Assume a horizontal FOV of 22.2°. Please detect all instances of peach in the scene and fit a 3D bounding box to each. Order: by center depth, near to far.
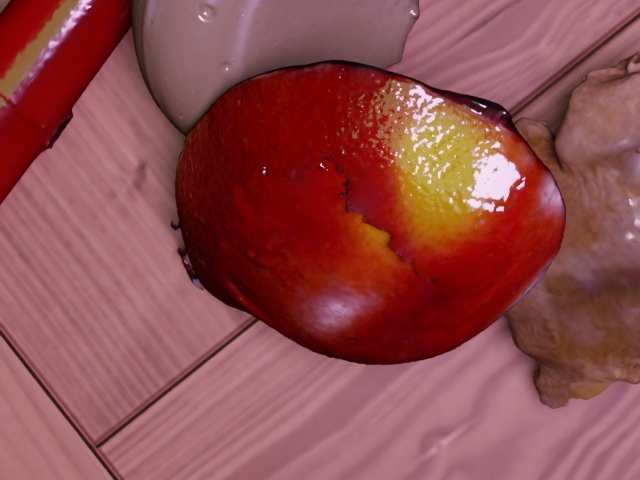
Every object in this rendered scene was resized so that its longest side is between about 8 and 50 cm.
[{"bbox_3d":[-0.001,0.002,0.869,0.189,0.068,0.279,47,139,-14],"label":"peach"}]

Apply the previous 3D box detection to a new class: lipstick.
[{"bbox_3d":[-0.179,-0.090,0.959,0.073,0.073,0.279,38,95,3],"label":"lipstick"}]

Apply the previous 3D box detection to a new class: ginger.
[{"bbox_3d":[0.159,-0.004,0.902,0.270,0.123,0.219,7,113,4],"label":"ginger"}]

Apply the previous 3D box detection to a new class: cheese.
[{"bbox_3d":[-0.024,-0.131,0.909,0.091,0.175,0.202,49,124,40],"label":"cheese"}]
